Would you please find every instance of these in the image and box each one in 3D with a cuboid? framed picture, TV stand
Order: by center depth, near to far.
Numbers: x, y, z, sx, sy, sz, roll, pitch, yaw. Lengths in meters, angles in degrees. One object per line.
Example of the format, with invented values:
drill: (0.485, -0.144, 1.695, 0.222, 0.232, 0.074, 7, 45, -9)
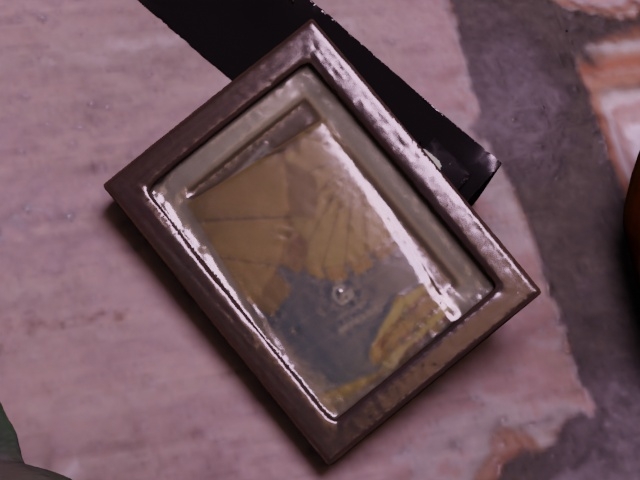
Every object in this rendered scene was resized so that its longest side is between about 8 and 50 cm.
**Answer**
framed picture: (0.000, 0.000, 0.711, 0.128, 0.023, 0.168, -39, 83, -3)
TV stand: (-0.024, -0.099, 0.764, 0.256, 0.049, 0.040, 41, 66, 5)

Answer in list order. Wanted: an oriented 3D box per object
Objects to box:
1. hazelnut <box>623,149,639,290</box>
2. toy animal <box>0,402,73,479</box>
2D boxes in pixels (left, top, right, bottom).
hazelnut: (0.235, 0.003, 0.728, 0.178, 0.178, 0.204, -26, 75, -22)
toy animal: (-0.099, 0.145, 0.616, 0.251, 0.127, 0.125, 36, 74, 19)
